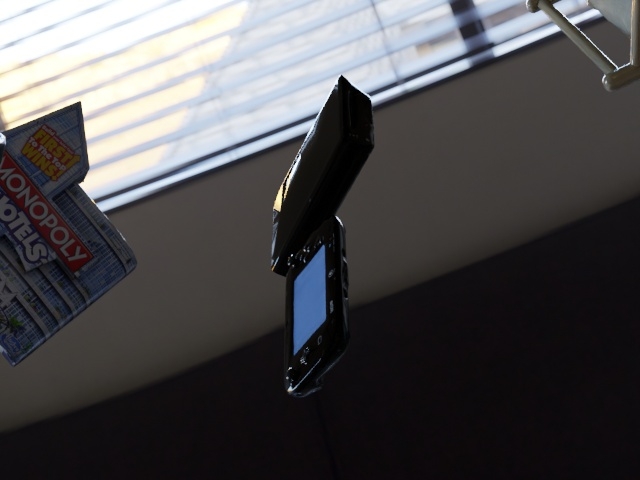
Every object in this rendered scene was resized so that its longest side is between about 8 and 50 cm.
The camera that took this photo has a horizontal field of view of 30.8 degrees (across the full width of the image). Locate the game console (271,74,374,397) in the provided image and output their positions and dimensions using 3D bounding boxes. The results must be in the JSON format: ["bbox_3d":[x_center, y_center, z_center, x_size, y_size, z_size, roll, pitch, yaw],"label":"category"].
[{"bbox_3d":[0.000,0.000,1.242,0.043,0.361,0.213,17,-51,-16],"label":"game console"}]

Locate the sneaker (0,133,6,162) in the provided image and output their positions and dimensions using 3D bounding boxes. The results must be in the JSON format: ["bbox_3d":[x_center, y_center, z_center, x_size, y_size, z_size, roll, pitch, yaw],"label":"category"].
[{"bbox_3d":[-0.292,-0.013,0.721,0.228,0.132,0.086,3,-6,30],"label":"sneaker"}]

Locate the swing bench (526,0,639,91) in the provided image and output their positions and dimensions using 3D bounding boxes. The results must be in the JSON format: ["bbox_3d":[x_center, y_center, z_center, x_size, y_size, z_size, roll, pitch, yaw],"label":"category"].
[{"bbox_3d":[0.369,-0.291,1.190,0.254,0.165,0.253,-10,32,-5],"label":"swing bench"}]

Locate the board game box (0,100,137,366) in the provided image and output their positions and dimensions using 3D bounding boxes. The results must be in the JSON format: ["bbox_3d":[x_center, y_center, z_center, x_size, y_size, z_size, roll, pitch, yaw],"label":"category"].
[{"bbox_3d":[-0.259,-0.024,1.037,0.194,0.194,0.060,-41,4,-20],"label":"board game box"}]
